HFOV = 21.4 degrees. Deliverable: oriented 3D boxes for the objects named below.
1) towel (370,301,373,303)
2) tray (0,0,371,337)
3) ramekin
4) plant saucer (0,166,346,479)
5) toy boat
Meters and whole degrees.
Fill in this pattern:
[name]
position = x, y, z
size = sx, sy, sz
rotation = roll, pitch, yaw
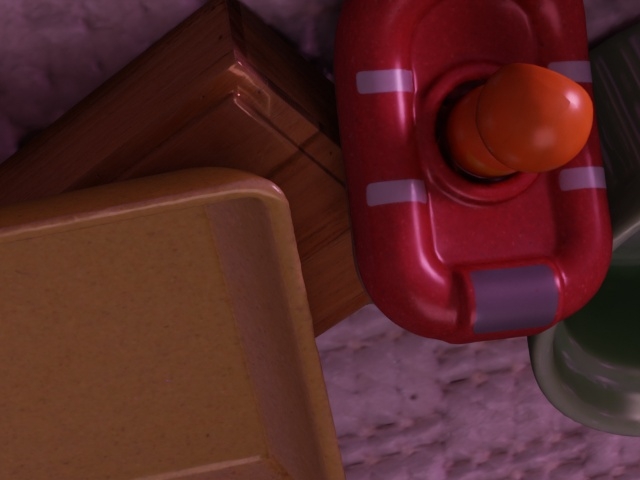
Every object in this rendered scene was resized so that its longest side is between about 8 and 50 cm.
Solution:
[towel]
position = 0.000, 0.000, 1.125
size = 0.148, 0.027, 0.110
rotation = 5, 137, -22
[tray]
position = -0.142, 0.041, 1.057
size = 0.411, 0.076, 0.203
rotation = -34, 129, 23
[ramekin]
position = 0.262, -0.017, 1.105
size = 0.303, 0.148, 0.303
rotation = -11, 142, -9
[plant saucer]
position = -0.163, 0.090, 0.995
size = 0.333, 0.081, 0.332
rotation = -11, 134, 0
[toy boat]
position = 0.095, -0.063, 0.910
size = 0.151, 0.231, 0.151
rotation = -6, 177, -19
